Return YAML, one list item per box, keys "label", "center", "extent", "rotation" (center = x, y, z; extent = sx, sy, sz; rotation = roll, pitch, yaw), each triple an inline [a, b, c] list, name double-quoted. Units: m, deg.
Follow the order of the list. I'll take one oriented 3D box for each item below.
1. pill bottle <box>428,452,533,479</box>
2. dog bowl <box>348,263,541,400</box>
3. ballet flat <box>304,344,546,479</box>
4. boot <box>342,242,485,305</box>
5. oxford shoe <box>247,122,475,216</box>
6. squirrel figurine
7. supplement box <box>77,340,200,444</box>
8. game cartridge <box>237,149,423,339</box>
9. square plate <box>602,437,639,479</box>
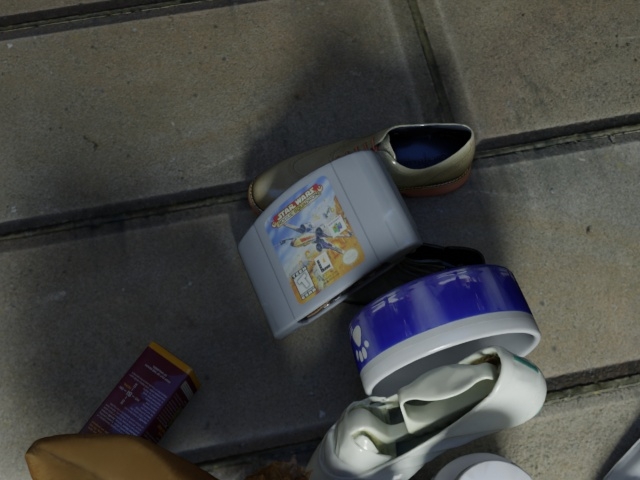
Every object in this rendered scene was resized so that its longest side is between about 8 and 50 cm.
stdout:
- label: "pill bottle"
  center: [0.209, 0.367, 1.071]
  extent: [0.152, 0.272, 0.152]
  rotation: [0, 67, -1]
- label: "dog bowl"
  center: [0.177, 0.140, 1.174]
  extent: [0.265, 0.265, 0.104]
  rotation: [-14, 66, -7]
- label: "ballet flat"
  center: [0.114, 0.253, 1.119]
  extent: [0.400, 0.139, 0.139]
  rotation: [-30, 67, 16]
- label: "boot"
  center: [0.126, 0.041, 1.272]
  extent: [0.246, 0.161, 0.083]
  rotation: [3, 66, 0]
- label: "oxford shoe"
  center: [0.068, -0.132, 1.354]
  extent: [0.397, 0.146, 0.140]
  rotation: [-15, 70, -6]
- label: "squirrel figurine"
  center: [-0.160, 0.416, 0.990]
  extent: [0.397, 0.370, 0.281]
  rotation: [-9, 55, -5]
- label: "supplement box"
  center: [-0.272, 0.258, 1.204]
  extent: [0.081, 0.104, 0.188]
  rotation: [32, 70, 13]
- label: "game cartridge"
  center: [0.000, 0.000, 1.256]
  extent: [0.297, 0.062, 0.198]
  rotation: [-37, 70, 27]
- label: "square plate"
  center: [0.656, 0.354, 1.168]
  extent: [0.347, 0.049, 0.344]
  rotation: [42, 85, 14]
